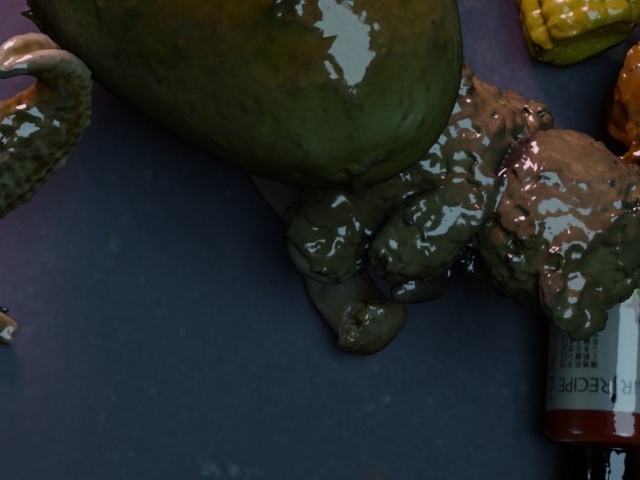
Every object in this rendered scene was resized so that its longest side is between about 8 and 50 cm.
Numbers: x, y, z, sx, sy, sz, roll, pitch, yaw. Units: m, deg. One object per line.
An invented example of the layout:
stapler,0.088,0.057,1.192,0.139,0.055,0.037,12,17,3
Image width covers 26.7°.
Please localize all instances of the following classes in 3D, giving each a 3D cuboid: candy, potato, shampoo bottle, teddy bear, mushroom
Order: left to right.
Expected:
potato,-0.043,-0.190,0.942,0.359,0.219,0.270,39,79,20
mushroom,0.003,-0.002,1.088,0.059,0.054,0.202,-24,82,-27
teddy bear,0.137,-0.036,1.036,0.256,0.156,0.267,34,52,5
candy,0.213,-0.259,1.181,0.106,0.094,0.199,-9,77,-14
shampoo bottle,0.240,0.110,1.114,0.104,0.104,0.278,8,78,-16

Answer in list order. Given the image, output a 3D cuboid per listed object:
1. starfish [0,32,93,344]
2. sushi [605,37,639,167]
starfish,-0.378,-0.041,0.886,0.432,0.082,0.324,9,118,-18
sushi,0.344,-0.125,1.131,0.204,0.200,0.213,9,70,-27
